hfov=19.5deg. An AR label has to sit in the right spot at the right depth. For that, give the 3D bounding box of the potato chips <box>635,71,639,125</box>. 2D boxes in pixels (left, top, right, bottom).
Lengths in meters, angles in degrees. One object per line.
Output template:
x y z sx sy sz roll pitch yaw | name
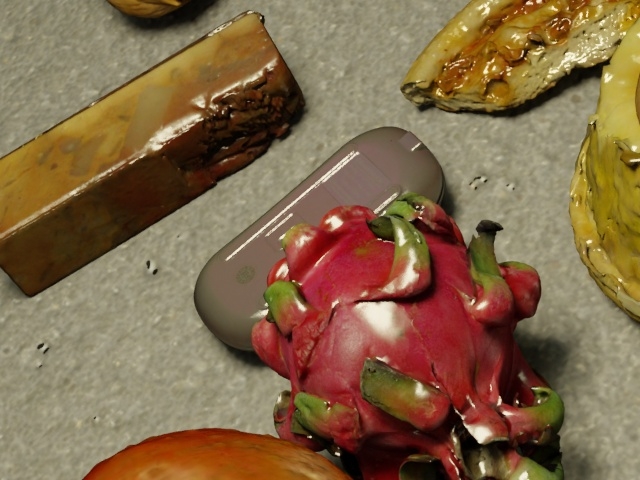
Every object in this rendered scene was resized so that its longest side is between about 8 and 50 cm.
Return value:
0.295 -0.138 1.271 0.195 0.062 0.208 9 64 47 | potato chips

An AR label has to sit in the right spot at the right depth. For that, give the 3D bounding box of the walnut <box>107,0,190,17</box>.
-0.164 -0.291 1.770 0.144 0.144 0.180 -28 52 4 | walnut

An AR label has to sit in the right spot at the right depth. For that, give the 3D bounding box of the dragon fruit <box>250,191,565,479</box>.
0.068 0.094 1.353 0.218 0.198 0.273 -23 73 -6 | dragon fruit

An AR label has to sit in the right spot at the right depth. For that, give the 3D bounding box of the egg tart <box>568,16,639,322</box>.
0.319 -0.098 1.368 0.345 0.132 0.345 -24 42 23 | egg tart

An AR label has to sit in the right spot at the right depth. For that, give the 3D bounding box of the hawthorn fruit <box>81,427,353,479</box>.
-0.081 0.256 1.245 0.275 0.275 0.299 -48 36 -14 | hawthorn fruit

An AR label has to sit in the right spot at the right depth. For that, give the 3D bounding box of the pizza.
0.191 -0.185 1.577 0.271 0.056 0.134 -23 41 9 | pizza

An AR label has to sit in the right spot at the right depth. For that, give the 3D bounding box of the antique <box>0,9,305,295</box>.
-0.159 -0.079 1.643 0.310 0.087 0.093 -31 50 1 | antique

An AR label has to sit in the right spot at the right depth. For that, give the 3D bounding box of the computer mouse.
0.000 0.001 1.527 0.232 0.057 0.120 -41 49 -4 | computer mouse
